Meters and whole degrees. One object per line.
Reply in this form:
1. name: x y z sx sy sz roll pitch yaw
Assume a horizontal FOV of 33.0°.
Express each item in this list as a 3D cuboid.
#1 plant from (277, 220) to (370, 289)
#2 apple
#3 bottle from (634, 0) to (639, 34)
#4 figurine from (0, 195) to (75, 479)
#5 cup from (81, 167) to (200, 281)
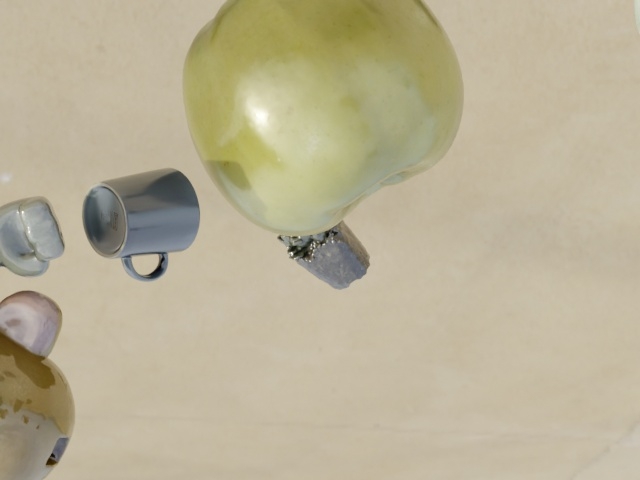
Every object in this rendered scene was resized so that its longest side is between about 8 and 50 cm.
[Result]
1. plant: 0.000 0.000 1.467 0.094 0.092 0.143 -32 111 24
2. apple: -0.002 -0.136 1.015 0.262 0.262 0.262 -1 149 0
3. bottle: 0.254 -0.088 0.515 0.104 0.245 0.104 -7 121 -13
4. figurine: -0.336 0.109 0.880 0.284 0.167 0.343 28 110 2
5. cup: -0.160 -0.011 0.956 0.078 0.100 0.077 11 -164 42
